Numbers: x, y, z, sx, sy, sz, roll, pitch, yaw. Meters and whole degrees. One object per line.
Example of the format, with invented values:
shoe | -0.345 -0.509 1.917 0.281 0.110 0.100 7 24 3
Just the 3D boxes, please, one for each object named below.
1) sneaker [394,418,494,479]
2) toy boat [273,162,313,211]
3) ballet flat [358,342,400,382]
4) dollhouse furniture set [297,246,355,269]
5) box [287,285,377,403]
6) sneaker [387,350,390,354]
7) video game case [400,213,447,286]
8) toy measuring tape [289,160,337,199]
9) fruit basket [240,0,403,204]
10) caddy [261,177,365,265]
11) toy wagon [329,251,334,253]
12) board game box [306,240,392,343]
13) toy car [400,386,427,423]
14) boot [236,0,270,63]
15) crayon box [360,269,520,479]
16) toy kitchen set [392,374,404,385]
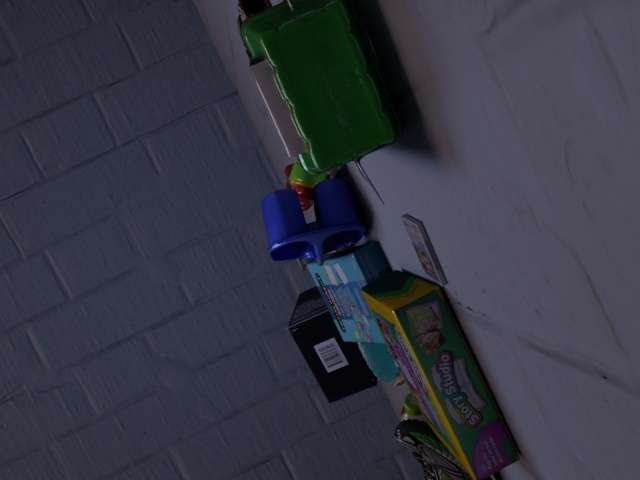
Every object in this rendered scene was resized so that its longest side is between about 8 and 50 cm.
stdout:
sneaker | 0.289 0.546 1.481 0.343 0.146 0.134 46 174 -15
toy boat | -0.113 -0.181 2.414 0.150 0.151 0.231 63 175 14
ballet flat | 0.163 0.224 1.946 0.147 0.147 0.408 -147 34 -81
dollhouse furniture set | 0.000 0.000 1.953 0.128 0.184 0.129 63 176 10
box | 0.049 0.318 2.101 0.296 0.183 0.294 63 -167 -12
sneaker | 0.224 0.301 1.800 0.065 0.076 0.166 62 175 33
video game case | 0.179 0.016 1.117 0.122 0.011 0.087 65 175 -15
toy measuring tape | -0.021 -0.169 1.630 0.121 0.122 0.330 63 176 2
fruit basket | -0.009 -0.230 0.940 0.353 0.166 0.326 -120 4 -71
caddy | -0.018 -0.025 1.589 0.341 0.242 0.179 92 166 -82
toy wagon | 0.083 0.102 2.344 0.267 0.068 0.344 64 176 -5
board game box | 0.104 0.146 1.713 0.253 0.079 0.336 64 158 -3
toy car | 0.278 0.387 1.611 0.188 0.149 0.155 -81 -16 -46
boot | -0.133 -0.462 1.501 0.236 0.085 0.178 64 173 3
crayon box | 0.229 0.252 1.300 0.362 0.106 0.313 63 174 -6
toy kitchen set | 0.264 0.401 2.006 0.068 0.083 0.075 7 -137 -43
